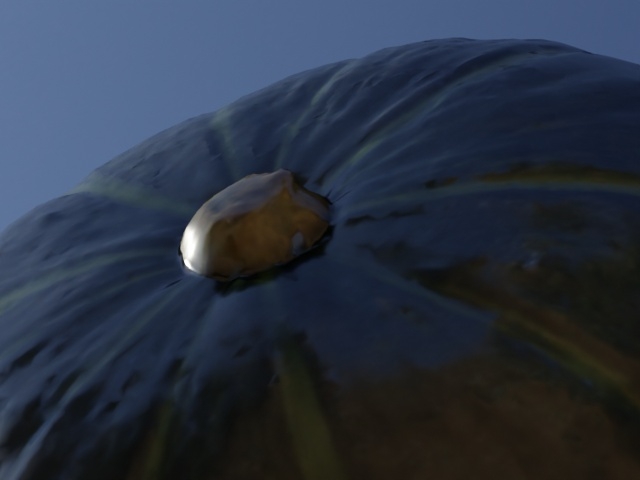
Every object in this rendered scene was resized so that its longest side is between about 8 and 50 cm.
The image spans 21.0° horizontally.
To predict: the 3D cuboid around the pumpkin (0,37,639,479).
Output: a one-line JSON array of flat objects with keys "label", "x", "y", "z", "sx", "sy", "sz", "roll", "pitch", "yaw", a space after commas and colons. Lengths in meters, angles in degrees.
[{"label": "pumpkin", "x": 0.021, "y": 0.085, "z": 0.494, "sx": 0.323, "sy": 0.323, "sz": 0.241, "roll": -19, "pitch": -53, "yaw": 17}]
